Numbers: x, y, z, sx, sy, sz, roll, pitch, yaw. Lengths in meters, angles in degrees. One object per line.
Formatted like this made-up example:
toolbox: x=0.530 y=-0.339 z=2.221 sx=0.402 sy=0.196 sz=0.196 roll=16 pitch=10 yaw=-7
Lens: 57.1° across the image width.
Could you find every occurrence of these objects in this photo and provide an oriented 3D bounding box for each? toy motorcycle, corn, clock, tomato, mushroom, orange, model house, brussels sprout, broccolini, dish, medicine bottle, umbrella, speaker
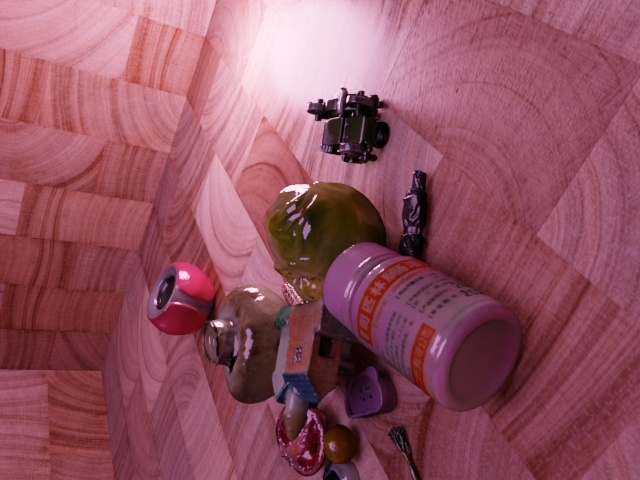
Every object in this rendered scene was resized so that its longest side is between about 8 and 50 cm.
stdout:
toy motorcycle: x=0.070 y=-0.309 z=1.615 sx=0.275 sy=0.127 sz=0.205 roll=7 pitch=89 yaw=52
corn: x=-0.058 y=0.187 z=1.732 sx=0.237 sy=0.080 sz=0.079 roll=46 pitch=121 yaw=53
clock: x=0.118 y=0.368 z=1.422 sx=0.153 sy=0.050 sz=0.109 roll=-36 pitch=53 yaw=50
tomato: x=-0.028 y=0.523 z=1.581 sx=0.189 sy=0.099 sz=0.173 roll=42 pitch=111 yaw=35
mushroom: x=-0.208 y=0.307 z=1.758 sx=0.352 sy=0.261 sz=0.351 roll=-7 pitch=83 yaw=63
orange: x=0.047 y=0.508 z=1.469 sx=0.085 sy=0.085 sz=0.095 roll=-33 pitch=61 yaw=51
model house: x=-0.006 y=0.329 z=1.440 sx=0.267 sy=0.194 sz=0.324 roll=-21 pitch=53 yaw=58
brussels sprout: x=0.000 y=0.000 z=1.474 sx=0.344 sy=0.268 sz=0.343 roll=-5 pitch=80 yaw=27
broccolini: x=0.186 y=0.477 z=1.300 sx=0.030 sy=0.035 sz=0.139 roll=-59 pitch=39 yaw=39
dish: x=0.030 y=0.620 z=1.477 sx=0.141 sy=0.078 sz=0.141 roll=-22 pitch=65 yaw=56
medicine bottle: x=0.186 y=0.152 z=1.182 sx=0.388 sy=0.219 sz=0.219 roll=33 pitch=110 yaw=53
umbrella: x=0.215 y=-0.047 z=1.363 sx=0.066 sy=0.059 sz=0.235 roll=2 pitch=85 yaw=41
speaker: x=-0.561 y=0.227 z=2.369 sx=0.294 sy=0.295 sz=0.294 roll=-21 pitch=65 yaw=55
